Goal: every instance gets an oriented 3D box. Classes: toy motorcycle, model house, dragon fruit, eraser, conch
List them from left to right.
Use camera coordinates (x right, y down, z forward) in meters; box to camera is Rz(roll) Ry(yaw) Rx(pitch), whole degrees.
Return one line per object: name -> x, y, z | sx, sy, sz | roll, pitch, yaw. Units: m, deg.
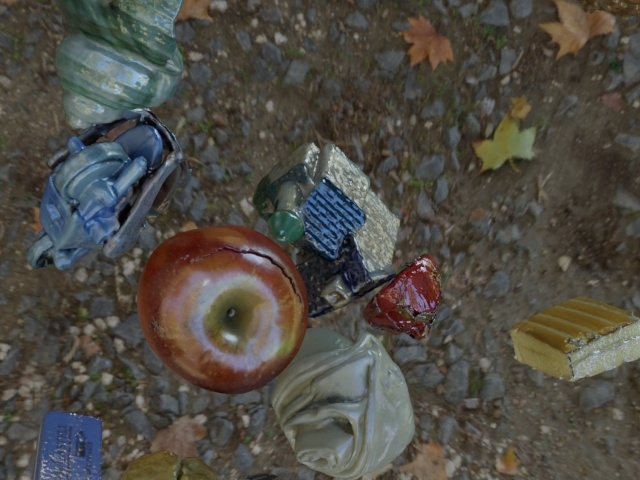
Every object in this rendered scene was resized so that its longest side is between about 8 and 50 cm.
eraser -> -0.325, 0.317, 0.940 | 0.081, 0.225, 0.036 | 16, 119, -24
toy motorcycle -> -0.315, -0.055, 1.148 | 0.240, 0.319, 0.182 | 5, 58, -32
conch -> -0.233, -0.251, 0.882 | 0.277, 0.195, 0.220 | -52, 51, 16
model house -> 0.002, -0.001, 1.519 | 0.243, 0.284, 0.298 | -35, 118, 29
dragon fruit -> 0.222, 0.151, 1.733 | 0.218, 0.224, 0.148 | -44, 75, -3

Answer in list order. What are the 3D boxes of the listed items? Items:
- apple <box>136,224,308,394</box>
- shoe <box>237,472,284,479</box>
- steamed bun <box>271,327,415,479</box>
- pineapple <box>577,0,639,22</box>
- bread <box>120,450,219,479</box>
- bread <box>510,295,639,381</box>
apple -> -0.150, 0.100, 1.144 | 0.271, 0.206, 0.252 | 18, 93, -22
shoe -> -0.109, 0.603, 1.688 | 0.207, 0.091, 0.106 | 24, 93, 27
steamed bun -> 0.031, 0.367, 1.602 | 0.309, 0.219, 0.325 | -3, 106, 27
pineapple -> 0.392, -0.313, 0.726 | 0.361, 0.202, 0.202 | -7, 77, -31
bread -> -0.335, 0.552, 1.660 | 0.244, 0.244, 0.134 | 1, 66, 5
bread -> 0.614, 0.237, 1.760 | 0.239, 0.246, 0.111 | -20, 103, -18
